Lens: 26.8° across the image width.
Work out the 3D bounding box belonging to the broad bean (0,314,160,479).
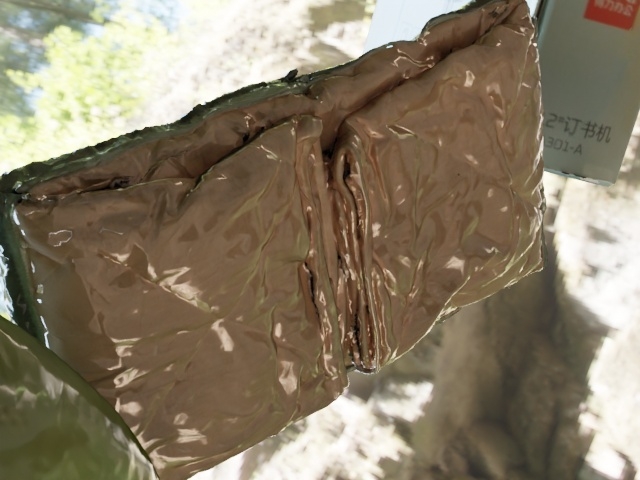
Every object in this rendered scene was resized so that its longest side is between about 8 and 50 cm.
[{"bbox_3d":[-0.138,0.078,0.346,0.189,0.121,0.263,-24,-28,7],"label":"broad bean"}]

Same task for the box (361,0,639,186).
[{"bbox_3d":[0.107,-0.129,0.818,0.079,0.269,0.135,12,-76,-19],"label":"box"}]

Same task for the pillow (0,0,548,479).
[{"bbox_3d":[0.000,0.000,0.466,0.232,0.043,0.126,-26,-54,-34],"label":"pillow"}]
